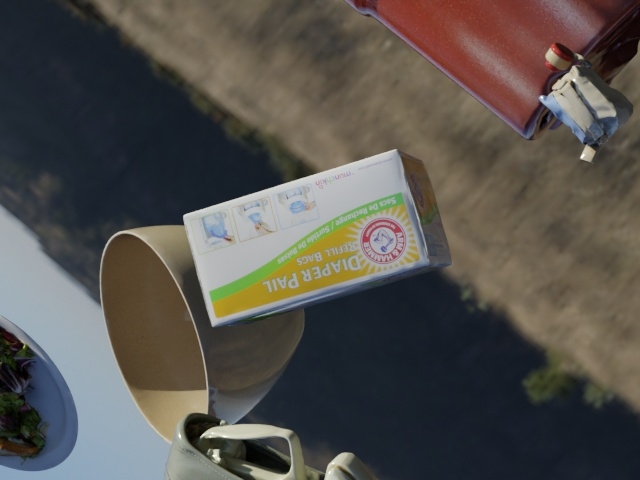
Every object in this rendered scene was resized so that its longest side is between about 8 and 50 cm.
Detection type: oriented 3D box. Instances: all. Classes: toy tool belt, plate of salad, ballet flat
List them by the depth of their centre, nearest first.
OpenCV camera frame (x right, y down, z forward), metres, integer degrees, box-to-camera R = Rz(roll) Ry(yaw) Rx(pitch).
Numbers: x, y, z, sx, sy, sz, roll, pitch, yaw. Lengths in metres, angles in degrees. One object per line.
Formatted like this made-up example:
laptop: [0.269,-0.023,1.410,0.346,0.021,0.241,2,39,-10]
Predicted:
ballet flat: [-0.008,0.165,0.975,0.213,0.068,0.072,15,-164,22]
toy tool belt: [0.182,-0.099,1.074,0.052,0.051,0.083,-2,-135,-49]
plate of salad: [-0.321,0.146,1.412,0.200,0.048,0.200,16,127,22]

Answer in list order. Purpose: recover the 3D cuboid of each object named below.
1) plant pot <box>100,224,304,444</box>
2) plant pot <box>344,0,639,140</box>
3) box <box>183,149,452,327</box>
plant pot: [-0.134,0.101,1.897,0.284,0.191,0.284,33,132,47]
plant pot: [0.166,-0.249,1.345,0.265,0.272,0.272,46,176,12]
box: [0.000,0.000,1.307,0.114,0.203,0.103,7,-113,-76]
